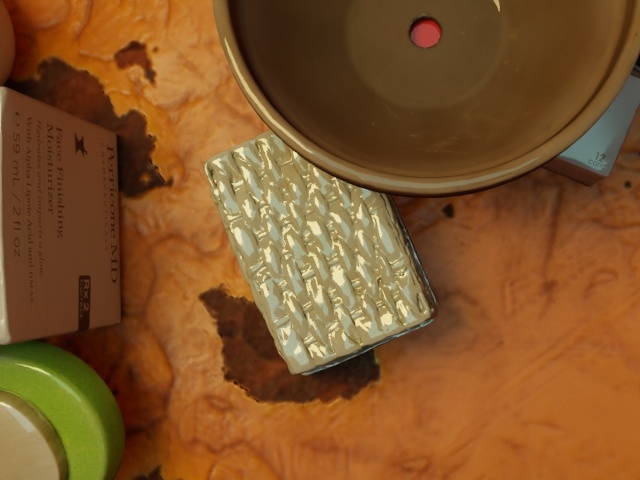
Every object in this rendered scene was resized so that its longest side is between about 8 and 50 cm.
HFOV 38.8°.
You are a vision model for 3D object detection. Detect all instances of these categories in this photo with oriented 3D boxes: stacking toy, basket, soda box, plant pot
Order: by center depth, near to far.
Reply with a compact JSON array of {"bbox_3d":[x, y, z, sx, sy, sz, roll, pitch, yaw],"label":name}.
[{"bbox_3d":[0.062,-0.137,0.534,0.238,0.110,0.237,-1,84,5],"label":"plant pot"},{"bbox_3d":[-0.266,0.215,0.600,0.309,0.130,0.279,2,106,8],"label":"stacking toy"},{"bbox_3d":[0.000,0.000,0.618,0.113,0.103,0.167,-24,85,5],"label":"basket"},{"bbox_3d":[0.102,-0.111,0.622,0.216,0.074,0.069,23,91,7],"label":"soda box"}]

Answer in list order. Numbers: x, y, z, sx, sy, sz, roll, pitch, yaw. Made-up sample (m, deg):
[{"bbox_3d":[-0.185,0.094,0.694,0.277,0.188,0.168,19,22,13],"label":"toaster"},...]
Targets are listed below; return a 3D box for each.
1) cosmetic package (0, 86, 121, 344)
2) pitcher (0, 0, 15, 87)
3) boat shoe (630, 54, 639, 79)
[{"bbox_3d":[-0.236,-0.010,0.607,0.152,0.184,0.151,-1,89,8],"label":"cosmetic package"},{"bbox_3d":[-0.314,-0.161,0.609,0.178,0.207,0.125,30,92,8],"label":"pitcher"},{"bbox_3d":[0.157,-0.197,0.603,0.301,0.102,0.108,38,93,6],"label":"boat shoe"}]
